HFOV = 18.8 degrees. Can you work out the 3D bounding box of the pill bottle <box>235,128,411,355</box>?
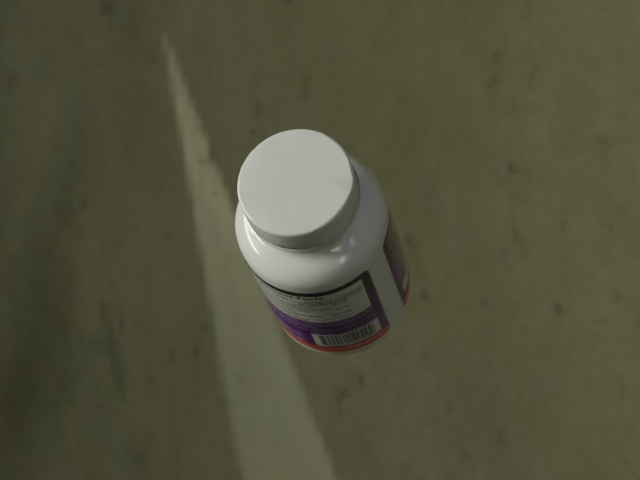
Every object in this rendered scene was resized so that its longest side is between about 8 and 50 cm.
[{"bbox_3d":[0.000,0.000,1.364,0.193,0.108,0.108,67,-175,-64],"label":"pill bottle"}]
